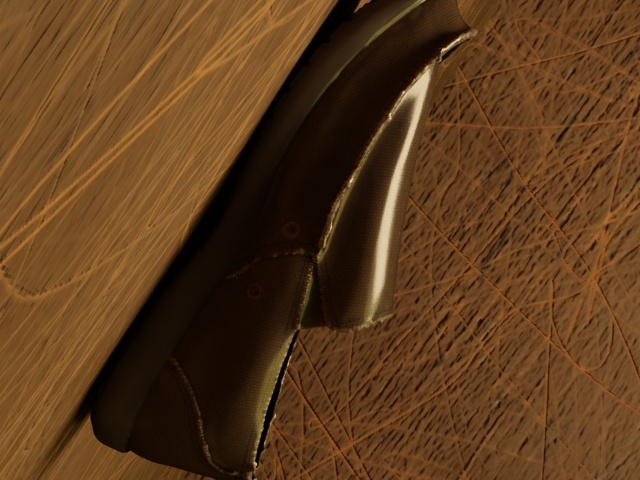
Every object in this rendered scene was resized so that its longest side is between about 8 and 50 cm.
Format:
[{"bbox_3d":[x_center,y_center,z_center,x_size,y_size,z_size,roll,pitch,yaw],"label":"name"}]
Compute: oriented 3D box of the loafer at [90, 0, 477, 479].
[{"bbox_3d":[0.000,0.000,1.263,0.366,0.130,0.134,-57,176,9],"label":"loafer"}]
